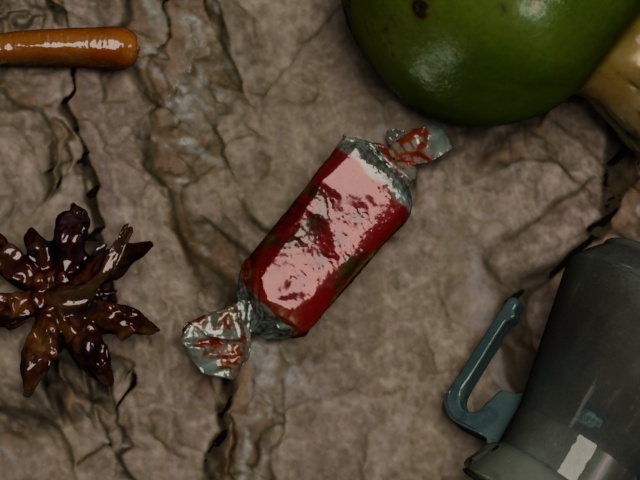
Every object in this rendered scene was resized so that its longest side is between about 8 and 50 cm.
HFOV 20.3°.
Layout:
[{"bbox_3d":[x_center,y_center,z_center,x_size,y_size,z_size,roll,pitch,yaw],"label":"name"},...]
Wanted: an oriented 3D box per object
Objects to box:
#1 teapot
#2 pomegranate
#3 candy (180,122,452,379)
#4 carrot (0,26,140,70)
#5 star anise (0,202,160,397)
[{"bbox_3d":[0.214,0.119,1.423,0.203,0.171,0.225,29,79,32],"label":"teapot"},{"bbox_3d":[0.192,-0.223,1.462,0.358,0.216,0.310,43,71,2],"label":"pomegranate"},{"bbox_3d":[0.001,0.000,1.461,0.086,0.059,0.292,40,75,1],"label":"candy"},{"bbox_3d":[-0.244,-0.156,1.477,0.190,0.037,0.037,-3,77,-5],"label":"carrot"},{"bbox_3d":[-0.208,0.047,1.421,0.168,0.057,0.168,0,82,0],"label":"star anise"}]
